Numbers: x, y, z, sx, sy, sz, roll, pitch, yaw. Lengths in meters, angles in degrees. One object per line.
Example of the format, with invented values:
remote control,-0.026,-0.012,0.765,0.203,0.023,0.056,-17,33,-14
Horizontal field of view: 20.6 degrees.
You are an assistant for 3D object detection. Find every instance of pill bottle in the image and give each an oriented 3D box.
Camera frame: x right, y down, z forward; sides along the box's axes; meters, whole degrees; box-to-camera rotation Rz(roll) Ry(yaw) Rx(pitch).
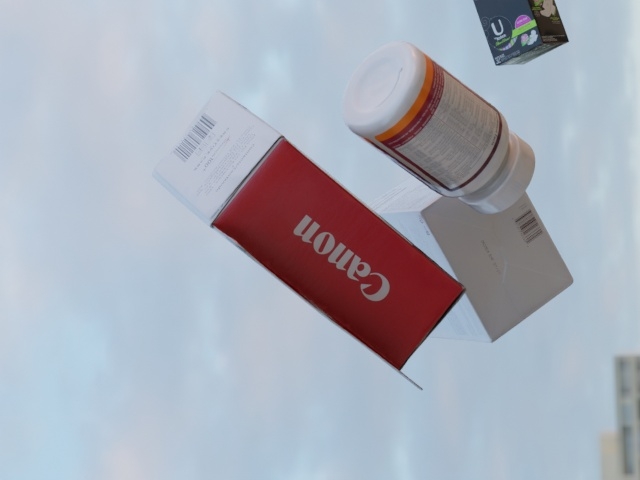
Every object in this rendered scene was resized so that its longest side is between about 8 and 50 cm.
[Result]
pill bottle,0.138,-0.124,2.008,0.221,0.121,0.121,33,-129,-35

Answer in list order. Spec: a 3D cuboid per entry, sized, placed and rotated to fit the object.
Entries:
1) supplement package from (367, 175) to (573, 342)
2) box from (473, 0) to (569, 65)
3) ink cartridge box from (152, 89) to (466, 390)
supplement package,0.179,0.010,2.258,0.149,0.203,0.194,-33,-77,-21
box,0.197,-0.223,1.742,0.052,0.062,0.083,-9,-102,-50
ink cartridge box,0.000,0.000,1.960,0.309,0.130,0.272,38,180,-30
